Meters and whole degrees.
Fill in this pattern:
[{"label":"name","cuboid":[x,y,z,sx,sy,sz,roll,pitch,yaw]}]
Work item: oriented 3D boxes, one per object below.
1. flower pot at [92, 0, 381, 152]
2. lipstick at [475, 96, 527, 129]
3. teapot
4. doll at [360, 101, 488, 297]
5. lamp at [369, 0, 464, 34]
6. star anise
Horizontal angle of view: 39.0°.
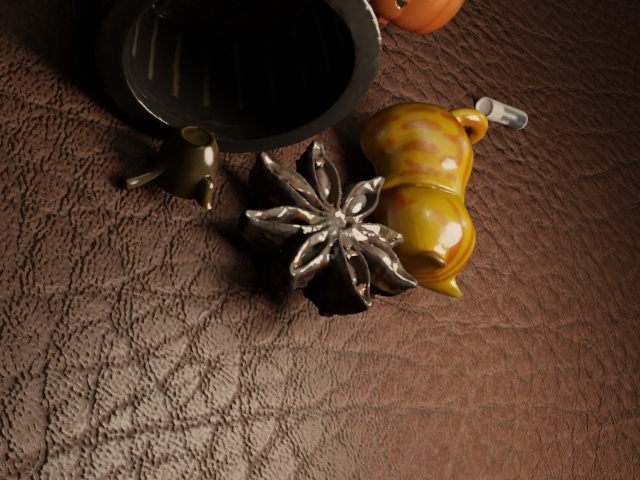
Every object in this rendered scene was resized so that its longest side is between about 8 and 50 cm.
[{"label":"flower pot","cuboid":[-0.096,-0.313,1.003,0.293,0.293,0.330,26,47,-41]},{"label":"lipstick","cuboid":[0.346,-0.240,1.714,0.141,0.040,0.040,8,64,-50]},{"label":"teapot","cuboid":[-0.156,-0.073,0.964,0.110,0.080,0.085,-14,52,-41]},{"label":"doll","cuboid":[0.137,-0.065,1.259,0.167,0.162,0.269,38,53,-54]},{"label":"lamp","cuboid":[0.142,-0.419,1.465,0.188,0.164,0.187,31,27,-17]},{"label":"star anise","cuboid":[0.001,0.001,1.093,0.236,0.109,0.223,27,41,-19]}]
